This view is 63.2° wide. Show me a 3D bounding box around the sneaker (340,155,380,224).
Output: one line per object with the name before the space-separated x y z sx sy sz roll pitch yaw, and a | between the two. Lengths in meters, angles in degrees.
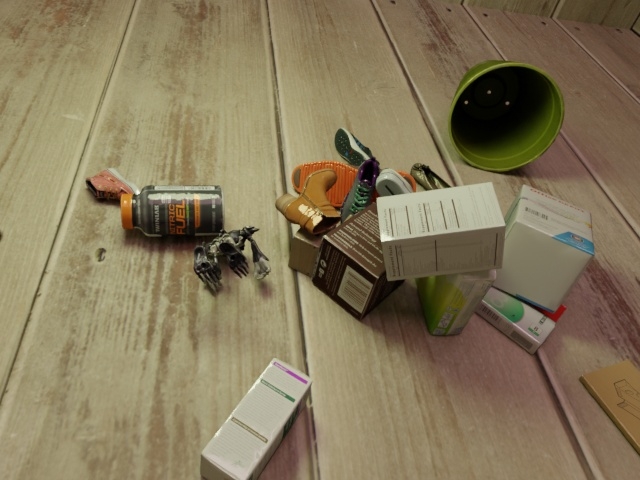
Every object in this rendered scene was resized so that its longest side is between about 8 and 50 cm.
sneaker | 0.105 -0.121 1.422 0.083 0.098 0.223 15 86 5

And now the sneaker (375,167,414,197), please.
sneaker | 0.246 -0.096 1.436 0.258 0.094 0.091 53 32 -22

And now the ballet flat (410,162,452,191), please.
ballet flat | 0.379 -0.168 1.643 0.084 0.058 0.250 -21 54 -30

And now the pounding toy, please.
pounding toy | 0.000 0.000 1.323 0.100 0.130 0.141 25 45 11

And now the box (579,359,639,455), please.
box | 0.727 0.381 1.203 0.165 0.021 0.201 -9 48 -23

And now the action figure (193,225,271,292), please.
action figure | -0.213 0.045 1.220 0.164 0.140 0.275 -19 7 3

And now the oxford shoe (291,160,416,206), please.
oxford shoe | 0.096 -0.166 1.553 0.364 0.129 0.133 9 11 4

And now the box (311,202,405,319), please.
box | 0.114 0.048 1.276 0.167 0.168 0.203 37 48 22

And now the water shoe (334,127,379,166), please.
water shoe | 0.116 -0.291 1.707 0.080 0.073 0.203 3 44 -43

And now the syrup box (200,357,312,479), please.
syrup box | -0.114 0.345 0.970 0.096 0.093 0.237 28 45 15

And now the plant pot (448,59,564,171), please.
plant pot | 0.625 -0.486 1.855 0.367 0.366 0.353 13 32 -1

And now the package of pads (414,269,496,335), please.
package of pads | 0.313 0.050 1.282 0.101 0.229 0.296 3 45 -11

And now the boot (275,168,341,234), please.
boot | 0.003 -0.094 1.297 0.197 0.073 0.152 -37 48 -20

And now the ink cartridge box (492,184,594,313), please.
ink cartridge box | 0.577 0.012 1.378 0.198 0.197 0.270 26 33 12

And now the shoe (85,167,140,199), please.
shoe | -0.541 -0.127 1.366 0.178 0.063 0.081 35 49 28

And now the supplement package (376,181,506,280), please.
supplement package | 0.251 -0.017 1.105 0.244 0.139 0.133 -7 47 8

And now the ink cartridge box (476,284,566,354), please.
ink cartridge box | 0.529 0.166 1.349 0.181 0.056 0.225 39 51 23

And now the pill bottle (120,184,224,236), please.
pill bottle | -0.369 -0.074 1.305 0.246 0.130 0.130 -2 46 -15
